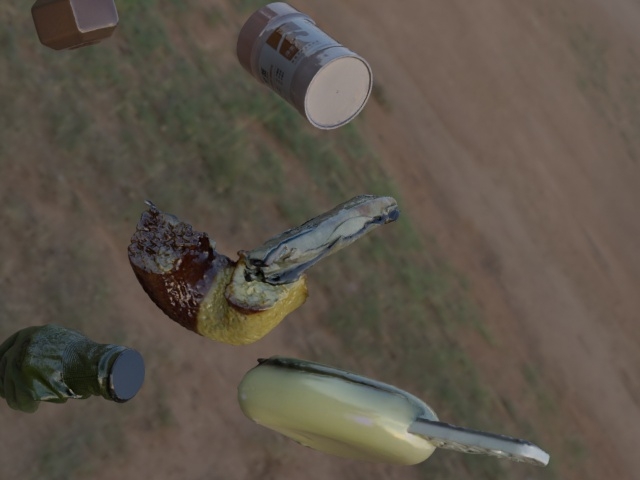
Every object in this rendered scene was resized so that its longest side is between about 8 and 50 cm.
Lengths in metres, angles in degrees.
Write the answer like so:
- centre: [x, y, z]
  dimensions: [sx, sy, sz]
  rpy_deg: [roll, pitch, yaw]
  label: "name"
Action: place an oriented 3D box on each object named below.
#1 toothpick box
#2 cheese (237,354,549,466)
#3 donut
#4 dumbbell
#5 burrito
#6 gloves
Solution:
- centre: [-0.020, -0.207, 1.767]
  dimensions: [0.149, 0.098, 0.098]
  rpy_deg: [42, 6, 40]
  label: "toothpick box"
- centre: [0.059, 0.138, 1.117]
  dimensions: [0.127, 0.251, 0.054]
  rpy_deg: [33, 71, -44]
  label: "cheese"
- centre: [-0.120, 0.057, 1.726]
  dimensions: [0.085, 0.217, 0.141]
  rpy_deg: [-56, 152, -31]
  label: "donut"
- centre: [-0.262, -0.300, 1.464]
  dimensions: [0.092, 0.082, 0.231]
  rpy_deg: [-135, -151, -80]
  label: "dumbbell"
- centre: [-0.001, -0.002, 1.271]
  dimensions: [0.171, 0.051, 0.042]
  rpy_deg: [-31, 96, -44]
  label: "burrito"
- centre: [-0.340, 0.163, 1.937]
  dimensions: [0.135, 0.268, 0.107]
  rpy_deg: [-49, 120, -42]
  label: "gloves"
